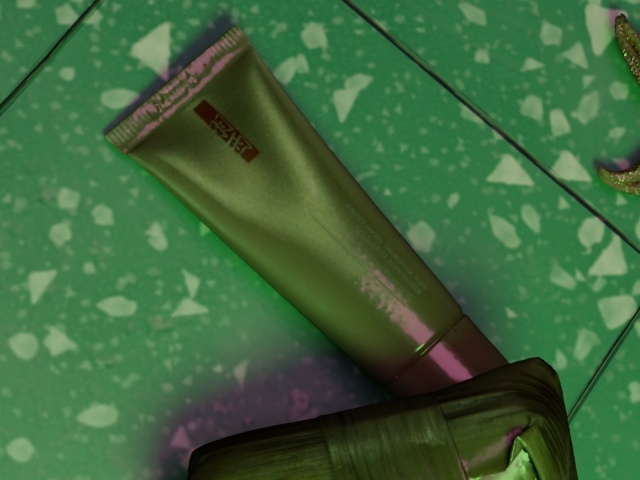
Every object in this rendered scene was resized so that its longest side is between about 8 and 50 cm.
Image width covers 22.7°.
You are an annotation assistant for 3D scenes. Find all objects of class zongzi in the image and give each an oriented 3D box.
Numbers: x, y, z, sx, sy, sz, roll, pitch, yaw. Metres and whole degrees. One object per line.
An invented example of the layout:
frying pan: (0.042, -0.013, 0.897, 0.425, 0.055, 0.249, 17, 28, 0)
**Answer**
zongzi: (0.062, 0.247, 1.164, 0.286, 0.138, 0.300, -14, 125, 5)

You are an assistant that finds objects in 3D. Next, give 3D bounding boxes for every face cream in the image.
face cream: (0.000, 0.000, 1.219, 0.137, 0.084, 0.341, -42, 86, -12)

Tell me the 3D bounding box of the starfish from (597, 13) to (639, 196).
starfish: (0.333, -0.106, 1.367, 0.240, 0.043, 0.227, -28, 85, -19)
